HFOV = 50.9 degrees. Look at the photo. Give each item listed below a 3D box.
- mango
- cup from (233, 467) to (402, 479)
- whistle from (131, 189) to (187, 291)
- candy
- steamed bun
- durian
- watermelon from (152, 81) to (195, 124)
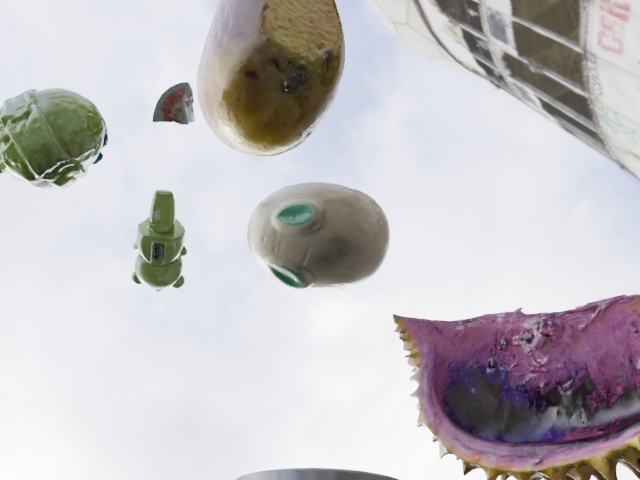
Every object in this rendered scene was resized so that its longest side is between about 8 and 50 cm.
[{"bbox_3d":[-0.055,-0.204,0.708,0.130,0.262,0.167,25,-38,-32],"label":"mango"},{"bbox_3d":[-0.027,0.468,0.801,0.237,0.326,0.323,20,-35,-28],"label":"cup"},{"bbox_3d":[-0.307,0.005,1.287,0.105,0.085,0.227,6,-60,-9],"label":"whistle"},{"bbox_3d":[-0.341,-0.033,0.575,0.335,0.093,0.092,-30,-12,-9],"label":"candy"},{"bbox_3d":[0.000,0.000,1.050,0.228,0.130,0.177,9,-72,-13],"label":"steamed bun"},{"bbox_3d":[0.222,0.131,0.566,0.260,0.153,0.186,-18,-25,40],"label":"durian"},{"bbox_3d":[-0.225,-0.213,1.088,0.085,0.061,0.085,-30,-25,-16],"label":"watermelon"}]
